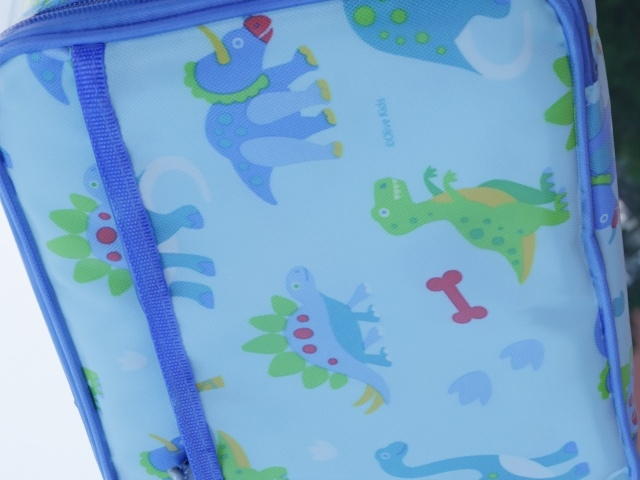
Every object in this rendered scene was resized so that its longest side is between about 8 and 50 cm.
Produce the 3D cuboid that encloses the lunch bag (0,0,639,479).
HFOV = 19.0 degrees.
[{"bbox_3d":[0.000,0.000,0.563,0.090,0.176,0.219,-86,-11,-51],"label":"lunch bag"}]
